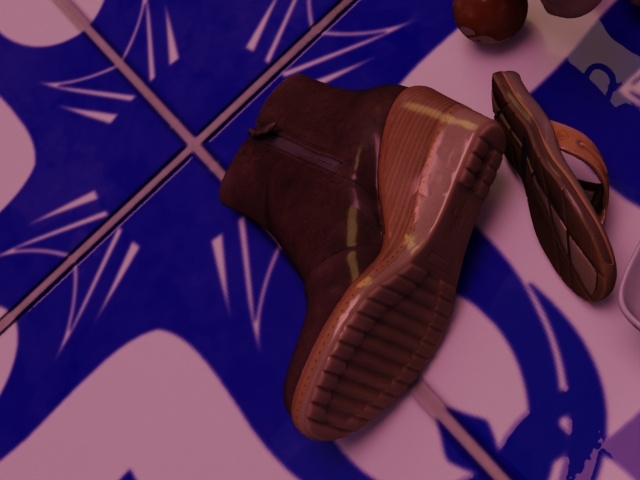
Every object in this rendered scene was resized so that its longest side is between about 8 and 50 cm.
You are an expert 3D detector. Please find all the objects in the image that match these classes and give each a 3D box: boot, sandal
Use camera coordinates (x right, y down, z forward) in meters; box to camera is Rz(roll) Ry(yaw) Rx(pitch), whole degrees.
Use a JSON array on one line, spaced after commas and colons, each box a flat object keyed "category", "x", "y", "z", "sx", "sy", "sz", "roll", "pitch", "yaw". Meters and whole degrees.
[{"category": "boot", "x": 0.000, "y": 0.000, "z": 0.771, "sx": 0.207, "sy": 0.090, "sz": 0.248, "roll": 18, "pitch": 74, "yaw": 45}, {"category": "sandal", "x": 0.156, "y": -0.045, "z": 0.717, "sx": 0.049, "sy": 0.072, "sz": 0.180, "roll": -13, "pitch": 52, "yaw": -5}]

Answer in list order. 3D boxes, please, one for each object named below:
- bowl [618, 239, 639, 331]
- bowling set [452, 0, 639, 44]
[{"category": "bowl", "x": 0.257, "y": 0.020, "z": 0.632, "sx": 0.142, "sy": 0.053, "sz": 0.142, "roll": 29, "pitch": 79, "yaw": 34}, {"category": "bowling set", "x": 0.186, "y": -0.198, "z": 0.742, "sx": 0.287, "sy": 0.200, "sz": 0.154, "roll": -18, "pitch": 50, "yaw": -36}]
